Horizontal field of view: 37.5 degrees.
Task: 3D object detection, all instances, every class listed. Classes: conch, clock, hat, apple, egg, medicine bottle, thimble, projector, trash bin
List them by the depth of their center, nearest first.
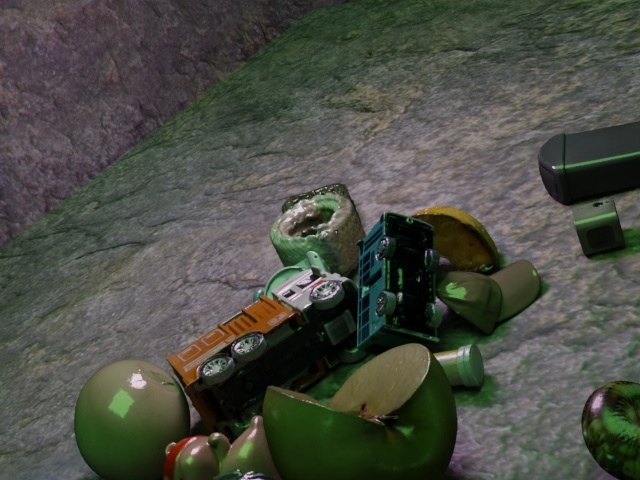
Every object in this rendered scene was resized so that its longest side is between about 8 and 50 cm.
[{"bbox_3d":[0.464,0.274,1.331,0.187,0.124,0.181,1,16,-4],"label":"conch"},{"bbox_3d":[0.064,0.306,1.468,0.295,0.233,0.257,-15,-2,-33],"label":"apple"},{"bbox_3d":[0.180,0.237,1.693,0.218,0.074,0.074,-13,29,27],"label":"medicine bottle"},{"bbox_3d":[-0.356,0.342,1.790,0.219,0.219,0.269,-24,41,1],"label":"egg"},{"bbox_3d":[0.316,0.077,1.820,0.173,0.144,0.166,-51,31,-1],"label":"hat"},{"bbox_3d":[0.544,-0.028,1.848,0.082,0.083,0.083,-15,28,18],"label":"projector"},{"bbox_3d":[-0.056,0.124,2.046,0.188,0.060,0.148,-29,60,7],"label":"clock"},{"bbox_3d":[0.597,-0.172,2.058,0.236,0.101,0.177,-11,28,22],"label":"trash bin"},{"bbox_3d":[0.000,0.000,2.189,0.219,0.150,0.219,-21,26,11],"label":"thimble"}]

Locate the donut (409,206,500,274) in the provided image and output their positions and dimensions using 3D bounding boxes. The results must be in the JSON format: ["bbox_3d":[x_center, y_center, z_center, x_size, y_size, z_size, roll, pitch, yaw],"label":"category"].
[{"bbox_3d":[0.245,-0.003,1.985,0.259,0.152,0.101,-6,25,30],"label":"donut"}]

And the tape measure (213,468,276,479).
[{"bbox_3d":[-0.135,0.480,1.408,0.275,0.147,0.256,-31,33,-3],"label":"tape measure"}]

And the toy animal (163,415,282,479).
[{"bbox_3d":[-0.168,0.397,1.599,0.197,0.171,0.171,-18,27,9],"label":"toy animal"}]

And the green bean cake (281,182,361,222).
[{"bbox_3d":[0.001,-0.063,2.383,0.185,0.094,0.183,-19,26,2],"label":"green bean cake"}]

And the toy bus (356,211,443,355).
[{"bbox_3d":[0.144,0.089,1.800,0.147,0.128,0.256,-47,33,50],"label":"toy bus"}]

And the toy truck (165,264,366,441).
[{"bbox_3d":[-0.099,0.208,1.860,0.387,0.173,0.207,-33,29,-17],"label":"toy truck"}]
